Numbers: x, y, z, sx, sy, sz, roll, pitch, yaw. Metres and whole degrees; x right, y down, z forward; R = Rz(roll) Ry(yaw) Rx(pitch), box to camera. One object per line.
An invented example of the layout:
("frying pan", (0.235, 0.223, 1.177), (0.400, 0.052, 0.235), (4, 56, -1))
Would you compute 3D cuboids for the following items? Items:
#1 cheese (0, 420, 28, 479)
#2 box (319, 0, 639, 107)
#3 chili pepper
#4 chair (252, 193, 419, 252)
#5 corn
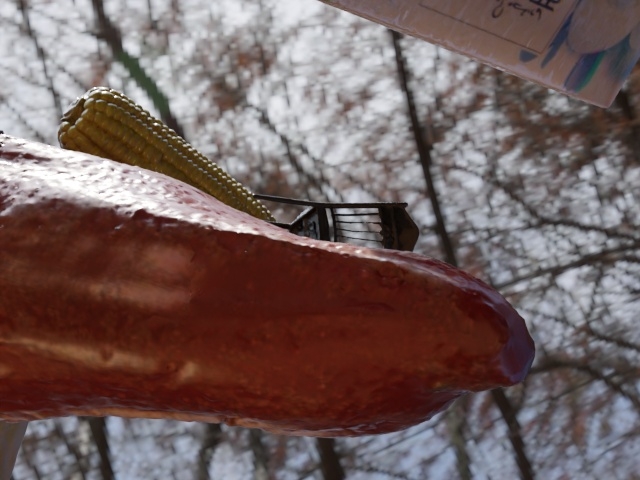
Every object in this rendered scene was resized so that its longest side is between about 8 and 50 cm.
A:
("cheese", (-0.414, 0.183, 1.381), (0.115, 0.318, 0.326), (10, -95, 34))
("box", (0.100, -0.212, 0.819), (0.116, 0.274, 0.203), (48, -65, 42))
("chili pepper", (-0.034, 0.037, 0.601), (0.252, 0.136, 0.144), (9, -53, 21))
("chair", (0.000, 0.001, 0.705), (0.042, 0.086, 0.037), (132, -42, -56))
("corn", (-0.127, -0.048, 1.292), (0.231, 0.080, 0.080), (37, -44, -20))
